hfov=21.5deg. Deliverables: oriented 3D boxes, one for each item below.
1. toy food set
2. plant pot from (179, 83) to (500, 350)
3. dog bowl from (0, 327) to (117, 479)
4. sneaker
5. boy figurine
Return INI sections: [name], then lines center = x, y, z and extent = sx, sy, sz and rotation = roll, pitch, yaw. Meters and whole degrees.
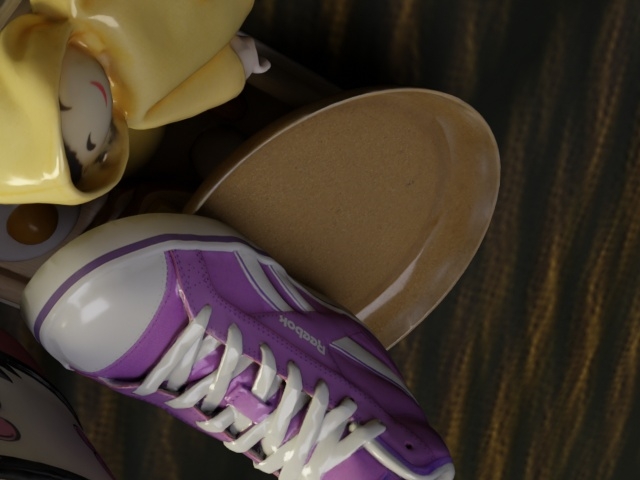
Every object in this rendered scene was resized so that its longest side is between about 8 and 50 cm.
[toy food set]
center = -0.108, -0.022, 0.958
extent = 0.306, 0.092, 0.219
rotation = 26, 109, -42
[plant pot]
center = 0.000, 0.000, 0.988
extent = 0.236, 0.032, 0.236
rotation = -23, 140, -20
[dog bowl]
center = -0.296, 0.185, 0.929
extent = 0.408, 0.150, 0.408
rotation = -17, 145, -12
[sneaker]
center = -0.023, 0.083, 0.896
extent = 0.282, 0.161, 0.102
rotation = 21, 115, -48
[boy figurine]
center = -0.076, -0.129, 0.810
extent = 0.285, 0.092, 0.177
rotation = -50, 140, -31
